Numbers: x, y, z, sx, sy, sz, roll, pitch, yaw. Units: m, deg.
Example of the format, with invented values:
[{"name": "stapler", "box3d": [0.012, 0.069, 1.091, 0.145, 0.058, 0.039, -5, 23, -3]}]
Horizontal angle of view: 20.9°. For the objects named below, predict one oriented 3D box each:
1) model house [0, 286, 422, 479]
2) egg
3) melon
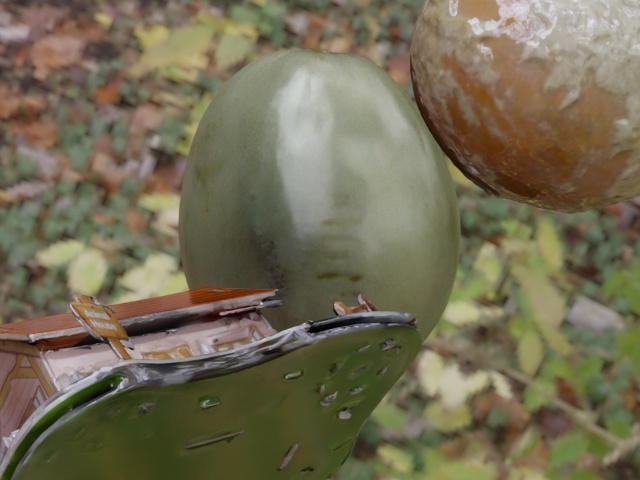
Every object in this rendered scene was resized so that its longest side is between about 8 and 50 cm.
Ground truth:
[{"name": "model house", "box3d": [-0.106, 0.080, 1.089, 0.294, 0.207, 0.154, -10, 53, -39]}, {"name": "egg", "box3d": [0.157, -0.114, 1.147, 0.233, 0.195, 0.195, 4, 28, -43]}, {"name": "melon", "box3d": [-0.003, -0.015, 1.550, 0.272, 0.271, 0.308, -21, 87, -63]}]
